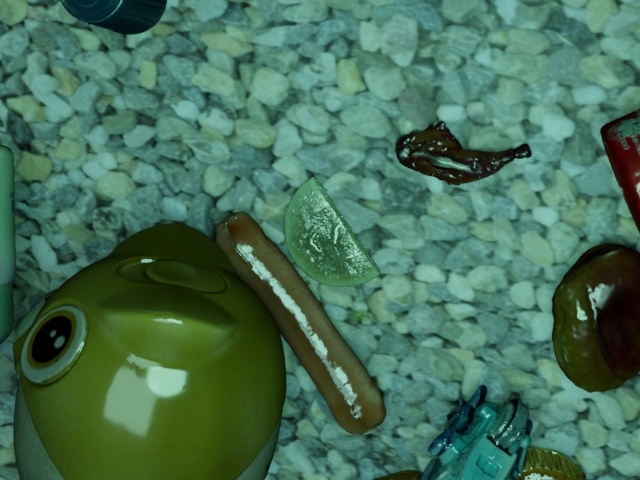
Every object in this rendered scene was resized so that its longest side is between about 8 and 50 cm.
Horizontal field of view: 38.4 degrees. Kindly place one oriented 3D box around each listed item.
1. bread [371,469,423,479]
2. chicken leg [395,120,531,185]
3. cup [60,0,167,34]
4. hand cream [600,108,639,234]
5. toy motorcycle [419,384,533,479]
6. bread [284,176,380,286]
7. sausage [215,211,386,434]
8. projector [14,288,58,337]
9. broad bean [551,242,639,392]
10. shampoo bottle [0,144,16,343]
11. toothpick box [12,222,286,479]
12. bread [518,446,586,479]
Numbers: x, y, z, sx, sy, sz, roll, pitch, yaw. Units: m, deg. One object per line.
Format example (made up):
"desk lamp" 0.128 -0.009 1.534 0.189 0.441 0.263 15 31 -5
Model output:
"bread" 0.096 0.459 1.552 0.188 0.065 0.103 -21 91 12
"chicken leg" 0.217 -0.130 1.425 0.205 0.053 0.093 17 89 3
"cup" -0.340 -0.397 1.417 0.177 0.155 0.131 29 104 2
"hand cream" 0.498 -0.088 1.291 0.149 0.230 0.230 -24 96 16
"toy motorcycle" 0.224 0.354 1.419 0.154 0.206 0.260 38 70 -4
"bread" -0.001 0.005 1.494 0.112 0.036 0.193 -33 93 16
"sausage" -0.034 0.134 1.495 0.094 0.094 0.419 -35 92 36
"projector" -0.460 0.143 1.578 0.082 0.083 0.083 -43 91 15
"broad bean" 0.430 0.118 1.395 0.156 0.122 0.228 -3 108 -15
"shampoo bottle" -0.581 0.016 1.512 0.222 0.151 0.349 10 100 54
"toothpick box" -0.256 0.224 1.382 0.409 0.409 0.425 17 111 7
"bread" 0.342 0.438 1.479 0.199 0.104 0.199 2 102 8
